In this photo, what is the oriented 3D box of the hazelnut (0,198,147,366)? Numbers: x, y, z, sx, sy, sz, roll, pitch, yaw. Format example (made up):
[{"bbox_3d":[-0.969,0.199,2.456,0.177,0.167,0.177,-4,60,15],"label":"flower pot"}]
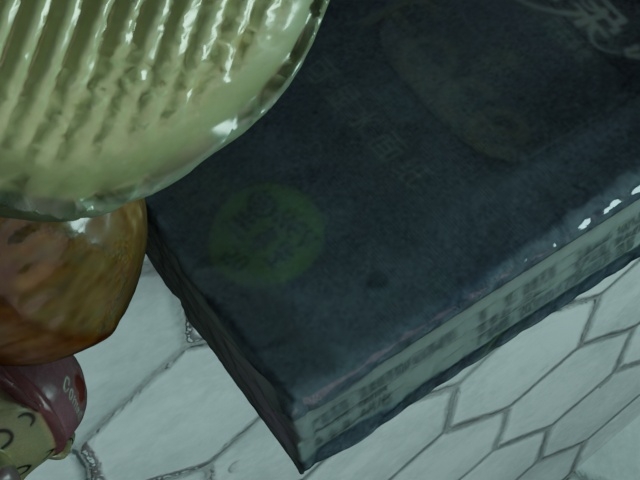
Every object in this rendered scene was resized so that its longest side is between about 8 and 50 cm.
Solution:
[{"bbox_3d":[-0.206,-0.017,0.772,0.214,0.176,0.214,1,132,2],"label":"hazelnut"}]

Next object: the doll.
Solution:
[{"bbox_3d":[-0.291,0.155,0.950,0.256,0.152,0.196,-34,166,-17],"label":"doll"}]

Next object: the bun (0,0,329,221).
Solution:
[{"bbox_3d":[-0.129,-0.159,0.617,0.287,0.146,0.287,-8,113,-19],"label":"bun"}]

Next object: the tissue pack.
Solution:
[{"bbox_3d":[0.069,-0.063,0.896,0.394,0.288,0.124,-30,151,-15],"label":"tissue pack"}]
